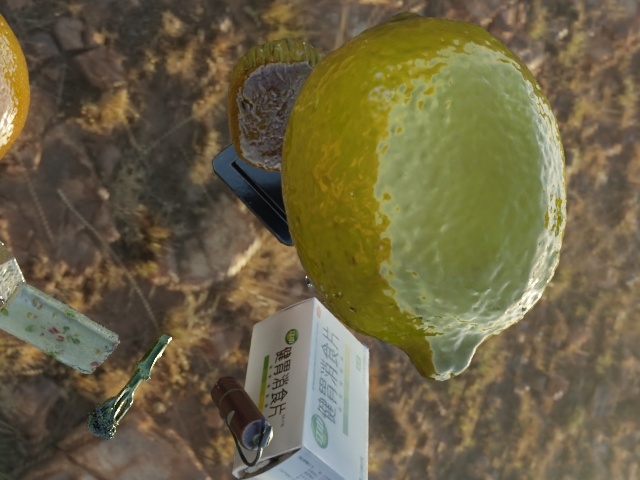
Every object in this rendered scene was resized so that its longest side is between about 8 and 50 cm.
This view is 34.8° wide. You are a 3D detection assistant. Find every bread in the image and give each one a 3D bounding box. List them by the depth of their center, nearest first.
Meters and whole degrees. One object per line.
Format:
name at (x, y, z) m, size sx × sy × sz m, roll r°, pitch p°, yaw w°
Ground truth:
bread at (-0.340, 0.115, 1.313) m, size 0.154 × 0.028 × 0.068 m, roll 36°, pitch 107°, yaw -27°
bread at (-0.072, -0.264, 2.015) m, size 0.142 × 0.228 × 0.253 m, roll -98°, pitch -166°, yaw -49°

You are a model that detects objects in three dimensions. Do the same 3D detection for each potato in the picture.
potato at (-0.573, 0.066, 1.843) m, size 0.061 × 0.086 × 0.122 m, roll -31°, pitch 138°, yaw -20°

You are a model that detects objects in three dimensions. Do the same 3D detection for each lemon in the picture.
lemon at (0.089, -0.041, 0.872) m, size 0.245 × 0.245 × 0.319 m, roll 1°, pitch 82°, yaw -52°

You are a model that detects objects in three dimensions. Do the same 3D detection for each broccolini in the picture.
broccolini at (-0.337, 0.247, 1.785) m, size 0.058 × 0.067 × 0.216 m, roll 35°, pitch 66°, yaw -9°

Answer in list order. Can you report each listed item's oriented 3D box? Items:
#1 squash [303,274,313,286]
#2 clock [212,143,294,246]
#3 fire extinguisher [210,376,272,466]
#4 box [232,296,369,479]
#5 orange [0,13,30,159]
squash at (0.000, 0.000, 1.987) m, size 0.052 × 0.052 × 0.183 m, roll 17°, pitch 80°, yaw -53°
clock at (-0.060, -0.155, 2.255) m, size 0.279 × 0.273 × 0.049 m, roll -40°, pitch 167°, yaw -22°
fire extinguisher at (-0.095, 0.229, 1.273) m, size 0.045 × 0.157 × 0.078 m, roll 1°, pitch 108°, yaw -25°
box at (-0.025, 0.279, 1.673) m, size 0.173 × 0.145 × 0.332 m, roll 44°, pitch 32°, yaw -31°
orange at (-0.613, -0.249, 1.571) m, size 0.322 × 0.322 × 0.357 m, roll -37°, pitch 156°, yaw -39°
